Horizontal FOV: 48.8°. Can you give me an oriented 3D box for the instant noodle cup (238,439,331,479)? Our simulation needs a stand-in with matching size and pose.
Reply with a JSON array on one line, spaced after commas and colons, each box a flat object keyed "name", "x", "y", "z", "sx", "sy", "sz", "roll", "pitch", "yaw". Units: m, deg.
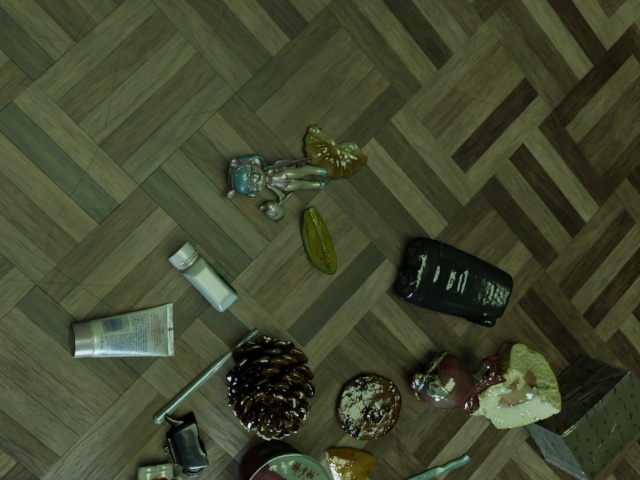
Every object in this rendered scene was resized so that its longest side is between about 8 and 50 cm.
[{"name": "instant noodle cup", "x": -0.107, "y": 0.625, "z": 1.799, "sx": 0.235, "sy": 0.178, "sz": 0.234, "roll": -2, "pitch": 96, "yaw": -19}]

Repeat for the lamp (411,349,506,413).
[{"name": "lamp", "x": 0.368, "y": 0.380, "z": 1.952, "sx": 0.223, "sy": 0.151, "sz": 0.215, "roll": 8, "pitch": 130, "yaw": -35}]

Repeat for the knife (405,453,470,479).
[{"name": "knife", "x": 0.340, "y": 0.665, "z": 2.041, "sx": 0.210, "sy": 0.015, "sz": 0.028, "roll": -17, "pitch": 107, "yaw": -16}]

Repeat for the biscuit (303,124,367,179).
[{"name": "biscuit", "x": 0.036, "y": -0.219, "z": 1.840, "sx": 0.183, "sy": 0.061, "sz": 0.118, "roll": 23, "pitch": 88, "yaw": -20}]

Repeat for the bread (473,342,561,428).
[{"name": "bread", "x": 0.563, "y": 0.415, "z": 2.064, "sx": 0.184, "sy": 0.224, "sz": 0.211, "roll": 34, "pitch": 42, "yaw": -12}]

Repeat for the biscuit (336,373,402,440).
[{"name": "biscuit", "x": 0.135, "y": 0.455, "z": 1.937, "sx": 0.192, "sy": 0.049, "sz": 0.192, "roll": 0, "pitch": 91, "yaw": -20}]

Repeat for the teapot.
[{"name": "teapot", "x": -0.343, "y": 0.509, "z": 1.761, "sx": 0.096, "sy": 0.087, "sz": 0.177, "roll": -18, "pitch": 100, "yaw": -12}]

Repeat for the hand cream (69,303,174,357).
[{"name": "hand cream", "x": -0.473, "y": 0.224, "z": 1.704, "sx": 0.248, "sy": 0.083, "sz": 0.133, "roll": -1, "pitch": 96, "yaw": -30}]

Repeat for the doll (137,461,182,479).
[{"name": "doll", "x": -0.397, "y": 0.698, "z": 1.732, "sx": 0.161, "sy": 0.130, "sz": 0.290, "roll": 0, "pitch": 80, "yaw": -32}]

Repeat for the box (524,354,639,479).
[{"name": "box", "x": 0.776, "y": 0.514, "z": 2.067, "sx": 0.297, "sy": 0.225, "sz": 0.190, "roll": -39, "pitch": 103, "yaw": -12}]

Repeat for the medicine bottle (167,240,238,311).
[{"name": "medicine bottle", "x": -0.287, "y": 0.088, "z": 1.724, "sx": 0.069, "sy": 0.119, "sz": 0.183, "roll": -45, "pitch": 104, "yaw": -7}]

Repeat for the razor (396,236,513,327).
[{"name": "razor", "x": 0.371, "y": 0.119, "z": 1.956, "sx": 0.327, "sy": 0.107, "sz": 0.189, "roll": 21, "pitch": 87, "yaw": -20}]

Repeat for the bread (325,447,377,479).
[{"name": "bread", "x": 0.095, "y": 0.626, "z": 1.936, "sx": 0.136, "sy": 0.054, "sz": 0.154, "roll": -17, "pitch": 102, "yaw": -20}]

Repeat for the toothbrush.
[{"name": "toothbrush", "x": -0.287, "y": 0.343, "z": 1.797, "sx": 0.342, "sy": 0.025, "sz": 0.030, "roll": -40, "pitch": 108, "yaw": -12}]

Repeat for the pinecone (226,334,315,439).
[{"name": "pinecone", "x": -0.121, "y": 0.368, "z": 1.746, "sx": 0.224, "sy": 0.272, "sz": 0.224, "roll": -5, "pitch": 127, "yaw": -6}]

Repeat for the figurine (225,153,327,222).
[{"name": "figurine", "x": -0.114, "y": -0.145, "z": 1.787, "sx": 0.260, "sy": 0.103, "sz": 0.205, "roll": -3, "pitch": 132, "yaw": -20}]

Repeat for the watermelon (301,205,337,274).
[{"name": "watermelon", "x": 0.007, "y": -0.003, "z": 1.835, "sx": 0.075, "sy": 0.092, "sz": 0.181, "roll": -21, "pitch": 93, "yaw": -30}]
